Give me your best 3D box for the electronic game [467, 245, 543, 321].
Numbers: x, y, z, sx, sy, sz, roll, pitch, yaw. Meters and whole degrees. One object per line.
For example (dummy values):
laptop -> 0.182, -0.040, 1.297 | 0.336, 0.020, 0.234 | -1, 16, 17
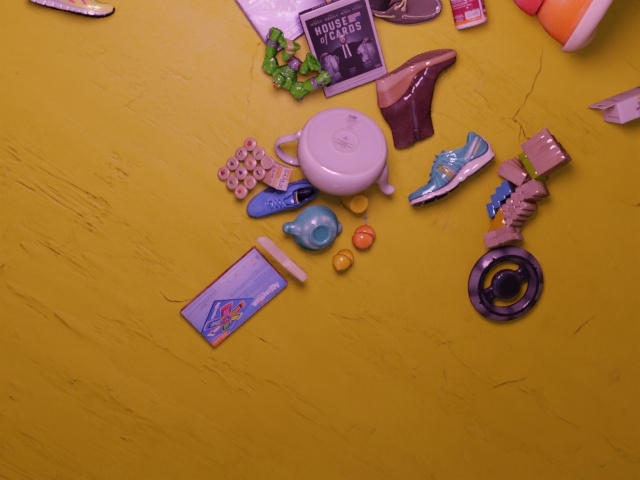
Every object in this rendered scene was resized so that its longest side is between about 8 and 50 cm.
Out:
electronic game -> 0.542, 0.127, 2.073 | 0.229, 0.048, 0.229 | -2, 103, -7

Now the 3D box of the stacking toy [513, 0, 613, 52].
stacking toy -> 0.531, -0.725, 1.783 | 0.479, 0.350, 0.351 | 29, 99, 7

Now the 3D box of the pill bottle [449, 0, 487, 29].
pill bottle -> 0.380, -0.638, 1.852 | 0.086, 0.086, 0.152 | -16, 104, -2

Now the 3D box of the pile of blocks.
pile of blocks -> 0.570, -0.139, 1.998 | 0.112, 0.149, 0.362 | 5, 120, -51

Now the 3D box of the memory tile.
memory tile -> -0.201, -0.194, 1.898 | 0.148, 0.012, 0.113 | -46, 75, 14

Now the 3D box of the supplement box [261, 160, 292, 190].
supplement box -> -0.123, -0.178, 1.900 | 0.036, 0.098, 0.062 | 8, 104, -41

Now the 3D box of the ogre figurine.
ogre figurine -> -0.073, -0.444, 1.826 | 0.197, 0.097, 0.118 | 29, 131, -12

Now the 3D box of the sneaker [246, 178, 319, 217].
sneaker -> -0.104, -0.113, 1.930 | 0.209, 0.082, 0.069 | -19, 107, 0

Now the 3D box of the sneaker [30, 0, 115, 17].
sneaker -> -0.612, -0.611, 1.754 | 0.208, 0.081, 0.094 | 12, 100, -8

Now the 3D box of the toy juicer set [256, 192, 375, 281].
toy juicer set -> 0.000, 0.000, 1.971 | 0.328, 0.089, 0.209 | -26, 118, -8

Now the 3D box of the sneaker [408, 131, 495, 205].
sneaker -> 0.349, -0.192, 1.965 | 0.275, 0.107, 0.110 | -38, 85, -1

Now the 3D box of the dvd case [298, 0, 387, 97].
dvd case -> 0.062, -0.506, 1.829 | 0.179, 0.030, 0.239 | -20, 129, 2

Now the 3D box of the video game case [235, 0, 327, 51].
video game case -> -0.123, -0.650, 1.826 | 0.196, 0.026, 0.274 | -35, 105, 3

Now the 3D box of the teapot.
teapot -> 0.045, -0.213, 1.873 | 0.252, 0.187, 0.256 | -25, 71, -20

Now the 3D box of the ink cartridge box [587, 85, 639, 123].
ink cartridge box -> 0.849, -0.372, 1.957 | 0.181, 0.104, 0.062 | -21, 104, 0

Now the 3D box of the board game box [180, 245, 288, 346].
board game box -> -0.244, 0.159, 2.007 | 0.281, 0.027, 0.145 | -40, 103, 4

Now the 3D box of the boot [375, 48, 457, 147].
boot -> 0.276, -0.387, 1.919 | 0.248, 0.090, 0.207 | -26, 119, -4

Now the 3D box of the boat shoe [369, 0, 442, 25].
boat shoe -> 0.175, -0.623, 1.829 | 0.304, 0.091, 0.109 | 8, 103, -8
